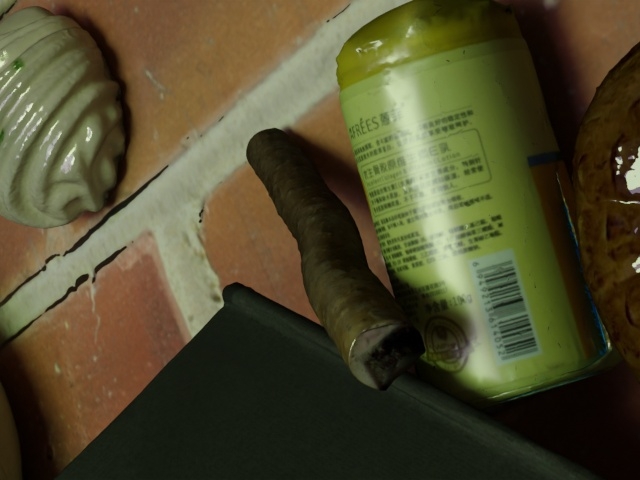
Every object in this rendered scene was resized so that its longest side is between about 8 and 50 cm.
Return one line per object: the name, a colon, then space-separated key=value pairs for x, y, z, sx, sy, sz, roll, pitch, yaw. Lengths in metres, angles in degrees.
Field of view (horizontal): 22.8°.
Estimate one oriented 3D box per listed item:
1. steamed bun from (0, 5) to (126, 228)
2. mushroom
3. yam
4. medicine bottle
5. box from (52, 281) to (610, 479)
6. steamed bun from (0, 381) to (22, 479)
steamed bun: x=-0.238 y=-0.094 z=1.287 sx=0.183 sy=0.106 sz=0.183 roll=16 pitch=112 yaw=48
mushroom: x=0.214 y=-0.010 z=0.761 sx=0.194 sy=0.138 sz=0.231 roll=-33 pitch=74 yaw=47
yam: x=0.000 y=0.000 z=0.973 sx=0.327 sy=0.045 sz=0.045 roll=-120 pitch=49 yaw=-64
medicine bottle: x=0.087 y=-0.025 z=0.920 sx=0.124 sy=0.124 sz=0.239 roll=-20 pitch=84 yaw=49
box: x=0.037 y=0.222 z=0.898 sx=0.345 sy=0.204 sz=0.251 roll=24 pitch=151 yaw=44
steamed bun: x=-0.397 y=0.192 z=1.443 sx=0.334 sy=0.233 sz=0.312 roll=-12 pitch=87 yaw=41
